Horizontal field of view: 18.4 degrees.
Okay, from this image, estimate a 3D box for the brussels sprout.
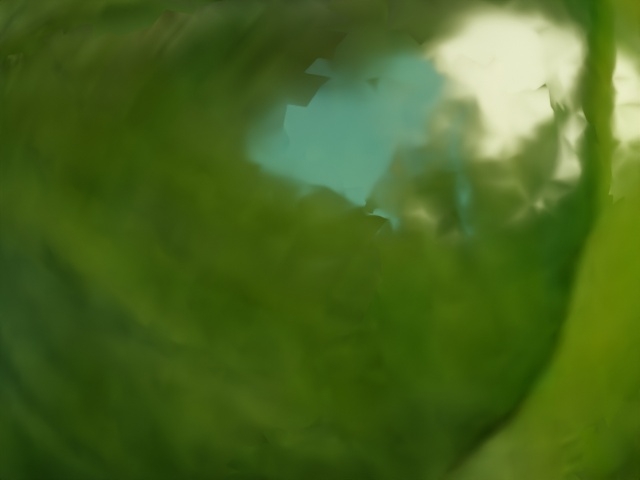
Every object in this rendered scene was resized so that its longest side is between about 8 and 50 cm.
[{"bbox_3d":[-0.001,0.000,0.635,0.354,0.281,0.289,-9,56,10],"label":"brussels sprout"}]
